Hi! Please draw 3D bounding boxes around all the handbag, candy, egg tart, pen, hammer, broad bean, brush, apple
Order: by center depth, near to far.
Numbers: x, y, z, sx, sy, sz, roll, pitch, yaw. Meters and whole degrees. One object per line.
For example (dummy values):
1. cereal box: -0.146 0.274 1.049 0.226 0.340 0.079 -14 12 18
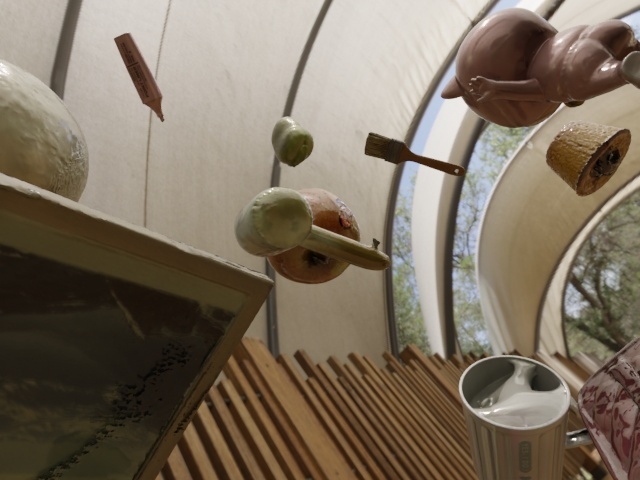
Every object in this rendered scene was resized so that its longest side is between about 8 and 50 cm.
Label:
1. handbag: 0.356 0.190 0.419 0.146 0.135 0.225 -55 -8 19
2. candy: -0.469 -0.145 0.685 0.185 0.295 0.295 -30 -36 -22
3. brush: 0.155 -0.137 0.728 0.014 0.170 0.043 -63 -11 -49
4. hammer: 0.000 0.000 0.813 0.306 0.202 0.113 18 -100 -19
5. pen: -0.403 -0.364 1.003 0.053 0.032 0.197 -14 -66 18
6. broad bean: -0.079 -0.269 1.217 0.082 0.174 0.124 10 -71 -29
7. egg tart: 0.772 -0.244 1.282 0.215 0.171 0.215 -22 -46 -24
8. apple: -0.036 -0.022 1.784 0.401 0.333 0.400 -3 -50 -3

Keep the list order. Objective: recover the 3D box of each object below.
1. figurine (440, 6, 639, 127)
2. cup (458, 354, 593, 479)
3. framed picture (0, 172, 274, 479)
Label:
1. figurine: 0.314 -0.222 0.605 0.186 0.288 0.176 39 -104 -40
2. cup: 0.357 0.333 0.751 0.167 0.221 0.201 -36 -57 -41
3. framed picture: -0.218 0.077 0.277 0.335 0.022 0.247 28 -83 -40
